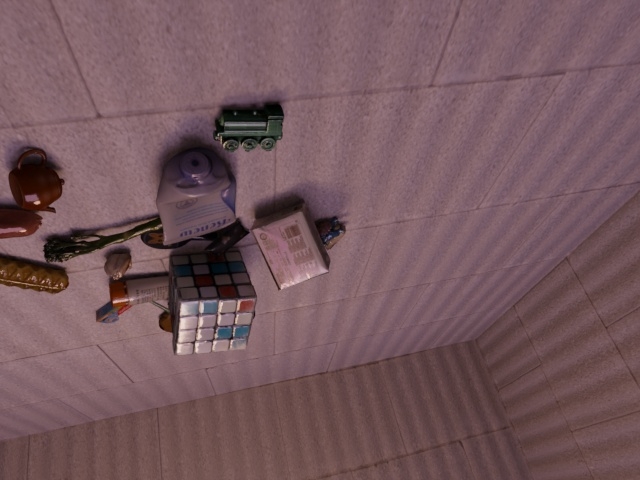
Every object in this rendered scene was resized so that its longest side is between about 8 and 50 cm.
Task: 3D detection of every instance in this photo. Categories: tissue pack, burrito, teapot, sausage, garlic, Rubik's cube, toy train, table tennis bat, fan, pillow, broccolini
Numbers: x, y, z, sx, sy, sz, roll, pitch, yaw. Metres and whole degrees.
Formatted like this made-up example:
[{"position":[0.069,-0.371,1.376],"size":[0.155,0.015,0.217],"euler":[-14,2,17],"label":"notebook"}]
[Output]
[{"position":[-0.093,0.017,1.539],"size":[0.185,0.124,0.225],"euler":[-20,109,11],"label":"tissue pack"},{"position":[0.047,-0.009,1.754],"size":[0.055,0.041,0.149],"euler":[-12,154,-35],"label":"burrito"},{"position":[-0.666,-0.135,1.138],"size":[0.116,0.116,0.173],"euler":[-4,122,-20],"label":"teapot"},{"position":[-0.935,-0.040,1.183],"size":[0.433,0.088,0.088],"euler":[-2,148,-23],"label":"sausage"},{"position":[-0.653,0.080,1.540],"size":[0.074,0.094,0.113],"euler":[45,132,-12],"label":"garlic"},{"position":[-0.382,0.213,1.649],"size":[0.256,0.253,0.259],"euler":[-2,124,-22],"label":"Rubik's cube"},{"position":[-0.173,-0.274,1.159],"size":[0.171,0.071,0.111],"euler":[-4,140,-17],"label":"toy train"},{"position":[-0.448,-0.014,1.528],"size":[0.236,0.027,0.150],"euler":[1,147,-23],"label":"table tennis bat"},{"position":[-0.640,0.242,1.840],"size":[0.038,0.016,0.193],"euler":[-15,140,39],"label":"fan"},{"position":[-0.304,-0.001,1.562],"size":[0.150,0.048,0.090],"euler":[-40,170,-5],"label":"pillow"},{"position":[-0.619,-0.026,1.407],"size":[0.392,0.078,0.074],"euler":[-21,141,-4],"label":"broccolini"}]

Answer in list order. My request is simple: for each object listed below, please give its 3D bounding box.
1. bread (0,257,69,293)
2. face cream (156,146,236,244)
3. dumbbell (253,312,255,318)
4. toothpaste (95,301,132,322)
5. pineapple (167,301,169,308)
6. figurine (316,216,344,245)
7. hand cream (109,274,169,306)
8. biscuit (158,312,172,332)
[{"position":[-0.940,0.096,1.432],"size":[0.077,0.084,0.367],"euler":[18,177,43],"label":"bread"},{"position":[-0.341,-0.108,1.329],"size":[0.235,0.137,0.420],"euler":[-21,162,-20],"label":"face cream"},{"position":[-0.377,0.350,2.123],"size":[0.100,0.100,0.191],"euler":[11,143,-39],"label":"dumbbell"},{"position":[-0.773,0.258,1.829],"size":[0.193,0.044,0.070],"euler":[-31,149,27],"label":"toothpaste"},{"position":[-0.558,0.253,1.905],"size":[0.074,0.074,0.159],"euler":[12,149,-40],"label":"pineapple"},{"position":[0.000,-0.002,1.686],"size":[0.178,0.114,0.144],"euler":[-29,148,7],"label":"figurine"},{"position":[-0.589,0.173,1.728],"size":[0.314,0.089,0.139],"euler":[-3,144,-30],"label":"hand cream"},{"position":[-0.587,0.343,2.068],"size":[0.226,0.042,0.226],"euler":[-12,150,-7],"label":"biscuit"}]
